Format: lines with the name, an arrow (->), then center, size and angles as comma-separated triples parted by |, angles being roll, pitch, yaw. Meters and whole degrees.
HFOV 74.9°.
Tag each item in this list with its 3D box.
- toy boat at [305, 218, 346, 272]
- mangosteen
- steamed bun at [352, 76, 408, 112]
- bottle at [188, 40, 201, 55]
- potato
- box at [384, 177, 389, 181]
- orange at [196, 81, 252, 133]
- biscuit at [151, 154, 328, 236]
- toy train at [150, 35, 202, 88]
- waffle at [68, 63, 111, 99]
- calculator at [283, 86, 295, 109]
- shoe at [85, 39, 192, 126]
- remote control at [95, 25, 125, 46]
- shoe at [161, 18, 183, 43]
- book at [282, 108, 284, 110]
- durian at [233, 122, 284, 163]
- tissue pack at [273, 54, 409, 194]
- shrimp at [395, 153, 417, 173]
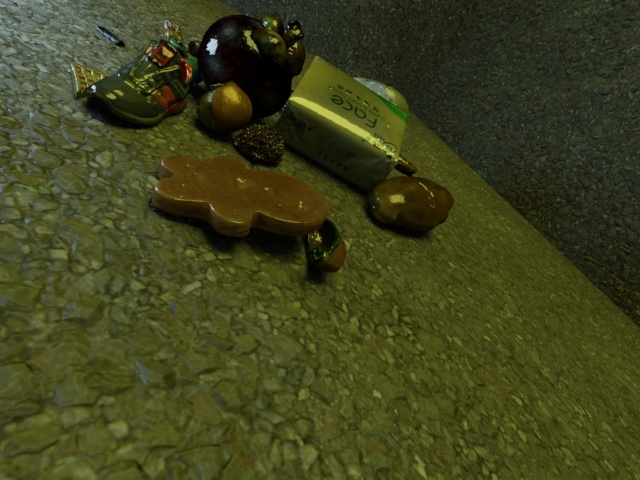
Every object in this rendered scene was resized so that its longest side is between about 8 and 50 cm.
toy boat -> 0.000, 0.000, 0.912 | 0.088, 0.089, 0.229 | 47, 14, -23
mangosteen -> -0.212, -0.539, 1.289 | 0.330, 0.330, 0.330 | 27, 28, -16
steamed bun -> 0.225, -0.583, 1.927 | 0.334, 0.233, 0.312 | 25, 7, 31
bottle -> -0.453, -0.743, 1.625 | 0.053, 0.053, 0.140 | 39, 27, 7
potato -> 0.296, -0.121, 1.391 | 0.369, 0.176, 0.195 | -7, 91, -43
box -> 0.173, -0.363, 1.704 | 0.187, 0.047, 0.335 | 27, 32, -22
orange -> -0.263, -0.363, 1.139 | 0.156, 0.134, 0.156 | 3, 21, -1
biscuit -> -0.157, -0.090, 0.865 | 0.355, 0.052, 0.275 | 7, 35, -23
toy train -> -0.434, -0.517, 1.254 | 0.159, 0.101, 0.248 | 41, 26, -18
waffle -> -0.522, -0.357, 0.965 | 0.097, 0.023, 0.152 | 7, 37, -41
calculator -> -0.120, -0.567, 1.698 | 0.194, 0.043, 0.294 | -3, 50, -51
shoe -> -0.397, -0.385, 0.990 | 0.132, 0.171, 0.336 | 34, 27, -4
remote control -> -0.638, -0.623, 1.269 | 0.096, 0.014, 0.039 | 39, 28, 9
shoe -> -0.541, -0.748, 1.518 | 0.069, 0.072, 0.109 | 36, 53, -52
book -> -0.030, -0.471, 1.705 | 0.208, 0.020, 0.295 | -2, 45, -50
durian -> -0.161, -0.276, 1.170 | 0.148, 0.091, 0.188 | 28, 30, -13
tissue pack -> 0.081, -0.401, 1.440 | 0.405, 0.205, 0.332 | 28, 51, -9
shrimp -> 0.355, -0.382, 1.959 | 0.249, 0.068, 0.150 | 25, 16, -30
